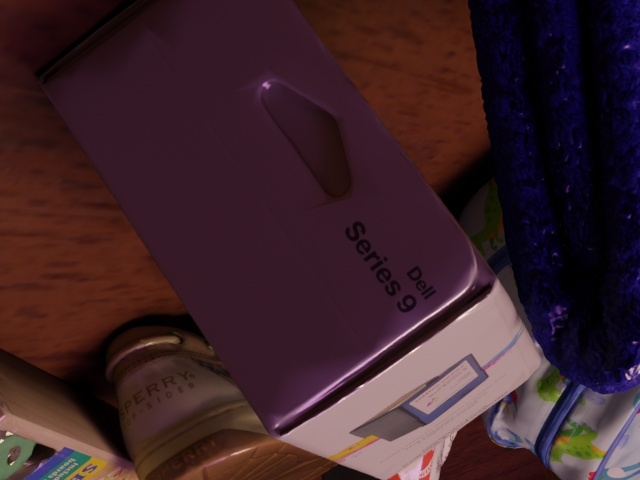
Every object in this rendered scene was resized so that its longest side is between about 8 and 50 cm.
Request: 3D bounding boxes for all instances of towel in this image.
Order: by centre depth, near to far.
[{"bbox_3d":[0.164,-0.070,0.637,0.076,0.227,0.308,-11,-179,33],"label":"towel"}]

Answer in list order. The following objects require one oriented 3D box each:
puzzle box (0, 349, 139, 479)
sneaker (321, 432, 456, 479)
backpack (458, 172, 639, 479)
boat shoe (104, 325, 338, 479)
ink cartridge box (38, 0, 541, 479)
[{"bbox_3d":[-0.278,0.208,0.734,0.409,0.052,0.272,-38,164,-1],"label":"puzzle box"},{"bbox_3d":[0.050,0.095,1.078,0.270,0.090,0.145,83,25,-46],"label":"sneaker"},{"bbox_3d":[0.247,0.022,1.002,0.356,0.273,0.290,1,145,-18],"label":"backpack"},{"bbox_3d":[-0.041,0.101,0.878,0.105,0.089,0.285,-32,165,4],"label":"boat shoe"},{"bbox_3d":[0.000,0.000,0.583,0.093,0.154,0.212,-36,164,1],"label":"ink cartridge box"}]
